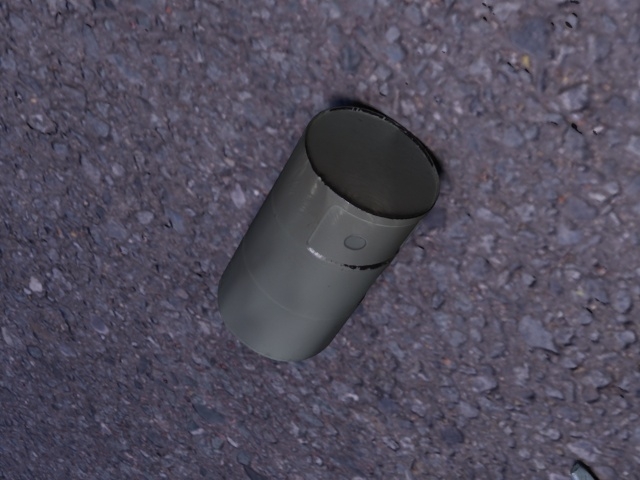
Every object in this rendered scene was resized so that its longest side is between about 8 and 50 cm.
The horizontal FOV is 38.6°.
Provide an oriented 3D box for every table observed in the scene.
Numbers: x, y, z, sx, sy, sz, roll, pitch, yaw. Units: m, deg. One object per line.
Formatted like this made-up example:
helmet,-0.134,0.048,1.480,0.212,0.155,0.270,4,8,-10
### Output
table,0.000,0.000,0.819,0.126,0.126,0.220,36,134,4

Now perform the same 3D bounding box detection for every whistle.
whistle,0.279,0.261,0.901,0.100,0.035,0.035,51,133,-8
